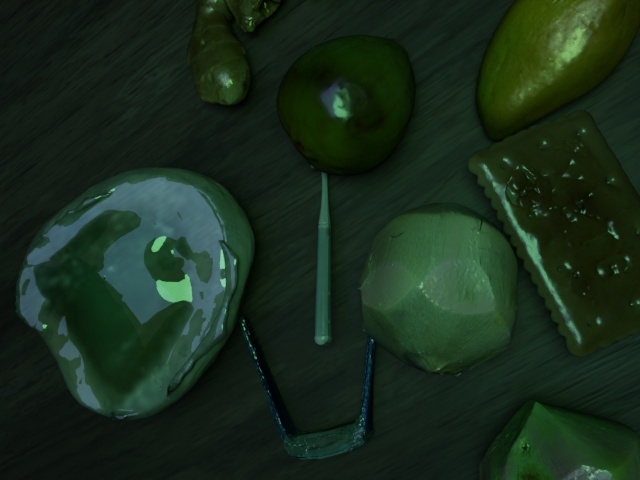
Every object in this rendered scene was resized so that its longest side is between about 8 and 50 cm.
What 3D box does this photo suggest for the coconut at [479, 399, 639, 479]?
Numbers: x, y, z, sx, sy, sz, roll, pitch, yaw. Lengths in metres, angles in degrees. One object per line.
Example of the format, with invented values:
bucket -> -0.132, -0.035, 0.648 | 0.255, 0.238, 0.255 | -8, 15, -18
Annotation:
coconut -> 0.328, 0.323, 0.747 | 0.205, 0.236, 0.235 | -19, 79, -19

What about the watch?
watch -> 0.024, 0.202, 0.930 | 0.276, 0.068, 0.274 | -25, 75, 15

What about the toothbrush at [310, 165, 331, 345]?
toothbrush -> 0.002, 0.000, 0.927 | 0.030, 0.025, 0.342 | -10, 71, 24

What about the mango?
mango -> 0.345, -0.287, 0.828 | 0.176, 0.119, 0.316 | 44, 109, 13

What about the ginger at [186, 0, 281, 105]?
ginger -> -0.154, -0.455, 1.008 | 0.363, 0.122, 0.348 | -47, 72, 16

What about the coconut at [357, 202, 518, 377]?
coconut -> 0.159, 0.079, 0.790 | 0.227, 0.227, 0.230 | 11, 55, 18

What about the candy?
candy -> -0.301, 0.070, 0.973 | 0.427, 0.186, 0.386 | -43, 84, 9

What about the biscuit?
biscuit -> 0.369, -0.020, 0.796 | 0.217, 0.044, 0.324 | -23, 79, -8

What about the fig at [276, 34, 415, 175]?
fig -> 0.052, -0.213, 0.869 | 0.230, 0.207, 0.207 | -31, 78, 5
